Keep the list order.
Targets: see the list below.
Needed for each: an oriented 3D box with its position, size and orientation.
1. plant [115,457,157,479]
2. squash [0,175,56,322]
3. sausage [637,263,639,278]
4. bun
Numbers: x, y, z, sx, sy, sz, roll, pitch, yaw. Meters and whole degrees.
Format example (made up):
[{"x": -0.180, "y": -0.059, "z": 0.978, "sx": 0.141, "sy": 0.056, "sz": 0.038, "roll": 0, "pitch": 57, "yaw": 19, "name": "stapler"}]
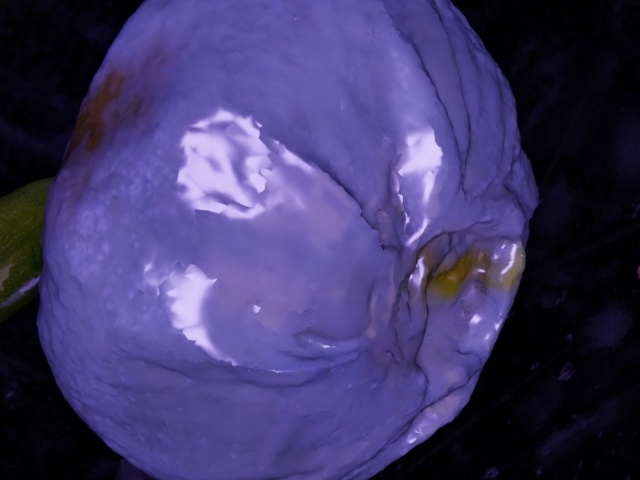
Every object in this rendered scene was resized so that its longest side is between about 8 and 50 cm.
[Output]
[{"x": -0.089, "y": 0.301, "z": 0.791, "sx": 0.194, "sy": 0.181, "sz": 0.320, "roll": -8, "pitch": 115, "yaw": -28, "name": "plant"}, {"x": -0.244, "y": 0.040, "z": 0.614, "sx": 0.258, "sy": 0.069, "sz": 0.069, "roll": -31, "pitch": 128, "yaw": -13, "name": "squash"}, {"x": 0.373, "y": 0.001, "z": 0.990, "sx": 0.158, "sy": 0.036, "sz": 0.042, "roll": -32, "pitch": 140, "yaw": -13, "name": "sausage"}, {"x": 0.000, "y": 0.000, "z": 0.629, "sx": 0.362, "sy": 0.211, "sz": 0.361, "roll": -19, "pitch": 120, "yaw": -36, "name": "bun"}]
